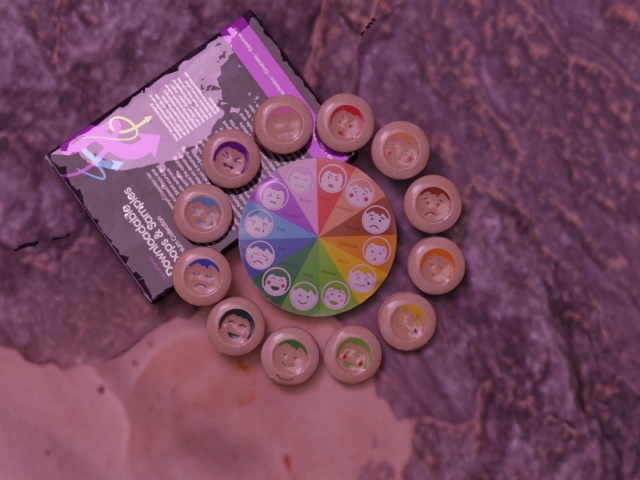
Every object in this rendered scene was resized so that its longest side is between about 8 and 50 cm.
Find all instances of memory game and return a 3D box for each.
[{"bbox_3d":[0.000,0.000,1.021,0.186,0.012,0.186,0,92,-6],"label":"memory game"}]

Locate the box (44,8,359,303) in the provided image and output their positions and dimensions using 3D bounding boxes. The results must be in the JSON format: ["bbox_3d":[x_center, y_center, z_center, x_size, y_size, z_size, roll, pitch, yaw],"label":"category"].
[{"bbox_3d":[-0.074,-0.052,1.043,0.162,0.029,0.116,-35,84,-5],"label":"box"}]
